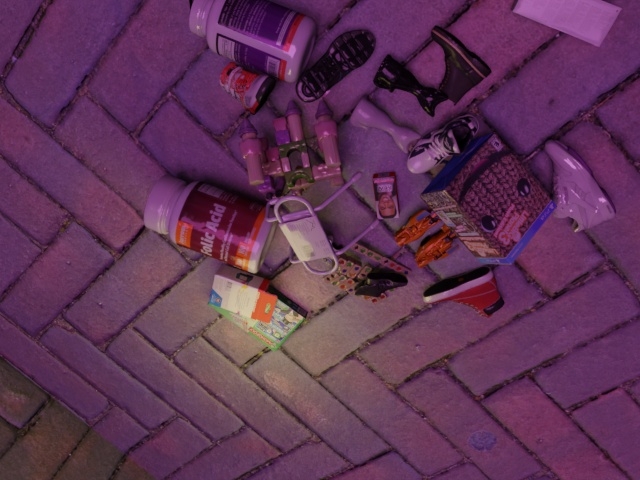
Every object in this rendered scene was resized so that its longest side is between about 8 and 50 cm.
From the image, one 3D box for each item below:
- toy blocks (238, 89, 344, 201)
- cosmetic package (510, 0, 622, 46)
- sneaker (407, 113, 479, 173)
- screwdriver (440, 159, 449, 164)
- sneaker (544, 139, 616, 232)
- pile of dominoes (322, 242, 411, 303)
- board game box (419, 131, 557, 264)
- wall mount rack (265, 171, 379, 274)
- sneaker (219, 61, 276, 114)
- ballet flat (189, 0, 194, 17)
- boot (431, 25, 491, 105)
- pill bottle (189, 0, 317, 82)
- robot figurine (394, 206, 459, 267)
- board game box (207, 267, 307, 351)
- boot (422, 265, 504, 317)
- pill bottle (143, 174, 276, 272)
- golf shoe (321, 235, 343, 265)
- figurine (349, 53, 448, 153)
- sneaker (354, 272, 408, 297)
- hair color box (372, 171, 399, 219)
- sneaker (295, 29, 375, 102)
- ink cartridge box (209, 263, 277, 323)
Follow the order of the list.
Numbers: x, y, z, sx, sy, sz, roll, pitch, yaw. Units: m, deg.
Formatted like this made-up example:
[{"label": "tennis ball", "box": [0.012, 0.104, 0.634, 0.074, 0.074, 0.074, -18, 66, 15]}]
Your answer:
[{"label": "toy blocks", "box": [-0.082, -0.290, 1.572, 0.288, 0.309, 0.260, -12, 81, 6]}, {"label": "cosmetic package", "box": [0.614, -0.583, 1.324, 0.238, 0.060, 0.099, 23, 121, 0]}, {"label": "sneaker", "box": [0.342, -0.266, 1.481, 0.234, 0.153, 0.094, -30, 96, 18]}, {"label": "screwdriver", "box": [0.398, -0.226, 1.575, 0.169, 0.025, 0.024, 22, 120, 6]}, {"label": "sneaker", "box": [0.710, -0.147, 1.499, 0.152, 0.114, 0.305, -34, 105, 24]}, {"label": "pile of dominoes", "box": [0.154, 0.127, 1.779, 0.251, 0.040, 0.196, 26, 120, -15]}, {"label": "board game box", "box": [0.475, -0.113, 1.491, 0.291, 0.141, 0.232, 44, 77, -12]}, {"label": "wall mount rack", "box": [0.010, -0.056, 1.598, 0.303, 0.131, 0.350, -13, 135, 14]}, {"label": "sneaker", "box": [-0.214, -0.440, 1.476, 0.145, 0.270, 0.090, 40, 85, -12]}, {"label": "ballet flat", "box": [-0.347, -0.694, 1.495, 0.057, 0.049, 0.173, 35, 129, 44]}, {"label": "boot", "box": [0.347, -0.473, 1.437, 0.197, 0.077, 0.137, 39, 123, -8]}, {"label": "pill bottle", "box": [-0.183, -0.570, 1.438, 0.322, 0.181, 0.182, 22, 119, 1]}, {"label": "robot figurine", "box": [0.386, -0.046, 1.640, 0.211, 0.085, 0.291, 44, 117, -13]}, {"label": "board game box", "box": [-0.235, 0.253, 1.955, 0.317, 0.046, 0.213, 37, 119, -8]}, {"label": "boot", "box": [0.478, 0.205, 1.753, 0.244, 0.088, 0.176, -20, 113, 17]}, {"label": "pill bottle", "box": [-0.352, -0.061, 1.714, 0.391, 0.224, 0.224, 20, 119, 1]}, {"label": "golf shoe", "box": [0.000, 0.000, 1.766, 0.176, 0.069, 0.086, 38, 113, -19]}, {"label": "figurine", "box": [0.221, -0.378, 1.496, 0.209, 0.092, 0.215, 32, 120, -3]}, {"label": "sneaker", "box": [0.203, 0.154, 1.768, 0.170, 0.051, 0.089, 6, 127, -6]}, {"label": "hair color box", "box": [0.207, -0.140, 1.654, 0.071, 0.043, 0.141, -5, 117, 14]}, {"label": "sneaker", "box": [0.035, -0.496, 1.481, 0.267, 0.106, 0.101, -37, 104, 4]}, {"label": "ink cartridge box", "box": [-0.264, 0.190, 1.858, 0.230, 0.078, 0.134, 19, 120, 2]}]
